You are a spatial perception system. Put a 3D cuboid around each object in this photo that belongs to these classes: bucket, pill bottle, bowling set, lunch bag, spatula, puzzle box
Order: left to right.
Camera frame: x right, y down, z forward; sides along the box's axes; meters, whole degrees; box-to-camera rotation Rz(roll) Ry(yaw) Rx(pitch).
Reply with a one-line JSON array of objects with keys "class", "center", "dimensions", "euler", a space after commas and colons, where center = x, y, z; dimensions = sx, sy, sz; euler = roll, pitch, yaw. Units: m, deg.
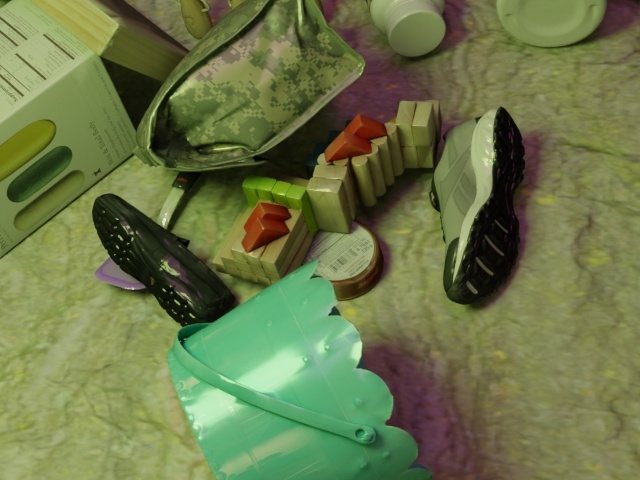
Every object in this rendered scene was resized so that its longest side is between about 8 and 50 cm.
[{"class": "puzzle box", "center": [-0.368, -0.363, 1.497], "dimensions": [0.409, 0.272, 0.052], "euler": [39, 101, 19]}, {"class": "spatula", "center": [-0.201, -0.048, 1.417], "dimensions": [0.084, 0.030, 0.296], "euler": [16, 58, 18]}, {"class": "lunch bag", "center": [-0.112, -0.184, 1.333], "dimensions": [0.287, 0.169, 0.235], "euler": [-41, 14, -5]}, {"class": "bowling set", "center": [-0.076, -0.390, 1.564], "dimensions": [0.287, 0.154, 0.200], "euler": [19, 61, 24]}, {"class": "bucket", "center": [-0.024, 0.173, 1.072], "dimensions": [0.183, 0.281, 0.281], "euler": [-28, 53, -3]}, {"class": "pill bottle", "center": [0.121, -0.363, 1.526], "dimensions": [0.112, 0.112, 0.187], "euler": [-14, 52, 2]}, {"class": "pill bottle", "center": [0.336, -0.424, 1.498], "dimensions": [0.152, 0.152, 0.272], "euler": [2, 54, 14]}]

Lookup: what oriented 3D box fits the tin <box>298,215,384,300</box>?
[{"class": "tin", "center": [0.000, 0.000, 1.335], "dimensions": [0.106, 0.040, 0.189], "euler": [-37, 55, -20]}]

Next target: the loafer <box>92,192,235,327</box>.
[{"class": "loafer", "center": [-0.202, 0.021, 1.319], "dimensions": [0.223, 0.076, 0.078], "euler": [44, 46, 13]}]

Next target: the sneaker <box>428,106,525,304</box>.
[{"class": "sneaker", "center": [0.186, -0.039, 1.296], "dimensions": [0.108, 0.100, 0.272], "euler": [-12, 51, 35]}]

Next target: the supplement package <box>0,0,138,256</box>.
[{"class": "supplement package", "center": [-0.431, -0.161, 1.446], "dimensions": [0.262, 0.199, 0.198], "euler": [-41, 57, -17]}]

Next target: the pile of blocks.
[{"class": "pile of blocks", "center": [0.005, -0.094, 1.310], "dimensions": [0.362, 0.113, 0.149], "euler": [-40, 55, -17]}]
